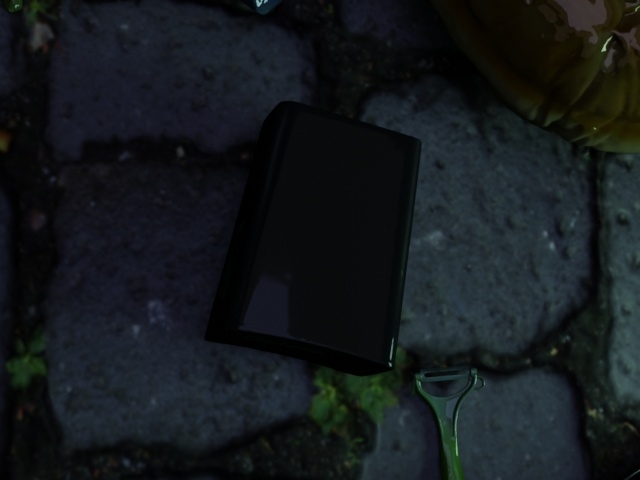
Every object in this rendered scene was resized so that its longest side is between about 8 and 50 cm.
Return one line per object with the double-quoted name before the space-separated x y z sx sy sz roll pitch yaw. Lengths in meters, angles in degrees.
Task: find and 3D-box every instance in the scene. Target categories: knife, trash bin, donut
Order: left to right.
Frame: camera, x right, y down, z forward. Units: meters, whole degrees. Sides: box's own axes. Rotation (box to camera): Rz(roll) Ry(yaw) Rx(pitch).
"trash bin" 0.000 0.000 1.062 0.165 0.115 0.226 15 77 -13
"knife" 0.134 0.210 1.112 0.078 0.022 0.166 -4 81 -9
"donut" 0.307 -0.308 1.145 0.448 0.198 0.449 2 80 -14

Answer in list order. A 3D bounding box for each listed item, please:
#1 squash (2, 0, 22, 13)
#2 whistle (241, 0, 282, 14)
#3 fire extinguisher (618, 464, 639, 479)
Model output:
"squash" -0.297 -0.261 1.065 0.027 0.027 0.089 4 84 -14
"whistle" 0.026 -0.336 1.144 0.304 0.062 0.062 -42 94 -16
"fire extinguisher" 0.336 0.249 1.145 0.157 0.045 0.078 -34 130 -16
